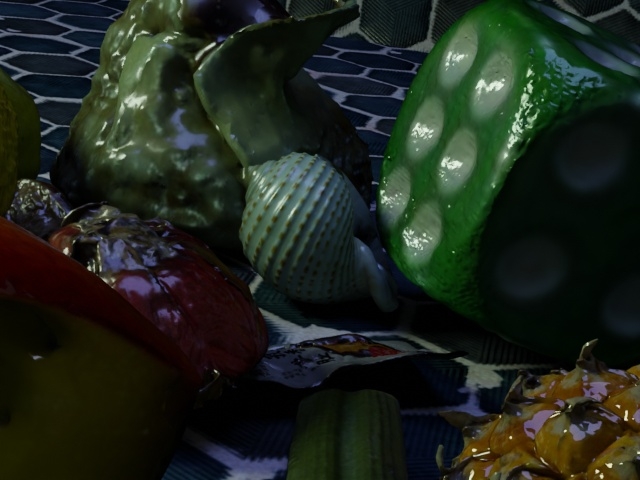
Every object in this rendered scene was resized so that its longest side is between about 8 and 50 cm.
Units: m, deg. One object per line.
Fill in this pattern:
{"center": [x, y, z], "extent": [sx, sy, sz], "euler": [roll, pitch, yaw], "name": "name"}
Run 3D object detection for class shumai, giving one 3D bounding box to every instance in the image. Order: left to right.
{"center": [-0.292, 0.008, 1.399], "extent": [0.139, 0.105, 0.123], "euler": [15, 60, 50], "name": "shumai"}
{"center": [-0.124, -0.182, 1.631], "extent": [0.395, 0.348, 0.395], "euler": [3, 17, -1], "name": "shumai"}

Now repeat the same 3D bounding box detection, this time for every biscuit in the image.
{"center": [0.023, 0.181, 1.054], "extent": [0.099, 0.038, 0.322], "euler": [6, 18, 1], "name": "biscuit"}

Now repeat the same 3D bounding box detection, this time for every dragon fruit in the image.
{"center": [-0.157, 0.042, 1.150], "extent": [0.218, 0.148, 0.224], "euler": [-3, 13, 13], "name": "dragon fruit"}

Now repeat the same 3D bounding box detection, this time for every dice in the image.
{"center": [0.246, -0.058, 1.404], "extent": [0.300, 0.297, 0.287], "euler": [21, 19, -19], "name": "dice"}

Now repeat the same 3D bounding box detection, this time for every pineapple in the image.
{"center": [0.200, 0.182, 0.846], "extent": [0.344, 0.209, 0.286], "euler": [19, 20, 25], "name": "pineapple"}

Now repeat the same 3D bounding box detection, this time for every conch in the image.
{"center": [-0.011, 0.003, 1.448], "extent": [0.131, 0.200, 0.172], "euler": [-26, 2, 6], "name": "conch"}

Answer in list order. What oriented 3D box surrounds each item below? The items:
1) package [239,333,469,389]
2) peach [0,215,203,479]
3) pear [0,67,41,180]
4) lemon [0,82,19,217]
{"center": [-0.001, 0.109, 1.247], "extent": [0.239, 0.030, 0.154], "euler": [-5, 3, -21], "name": "package"}
{"center": [-0.264, 0.111, 0.722], "extent": [0.380, 0.306, 0.242], "euler": [-3, 27, -18], "name": "peach"}
{"center": [-0.423, -0.110, 1.475], "extent": [0.269, 0.212, 0.212], "euler": [-3, 21, -40], "name": "pear"}
{"center": [-0.406, -0.063, 1.226], "extent": [0.268, 0.268, 0.322], "euler": [7, 58, -5], "name": "lemon"}
